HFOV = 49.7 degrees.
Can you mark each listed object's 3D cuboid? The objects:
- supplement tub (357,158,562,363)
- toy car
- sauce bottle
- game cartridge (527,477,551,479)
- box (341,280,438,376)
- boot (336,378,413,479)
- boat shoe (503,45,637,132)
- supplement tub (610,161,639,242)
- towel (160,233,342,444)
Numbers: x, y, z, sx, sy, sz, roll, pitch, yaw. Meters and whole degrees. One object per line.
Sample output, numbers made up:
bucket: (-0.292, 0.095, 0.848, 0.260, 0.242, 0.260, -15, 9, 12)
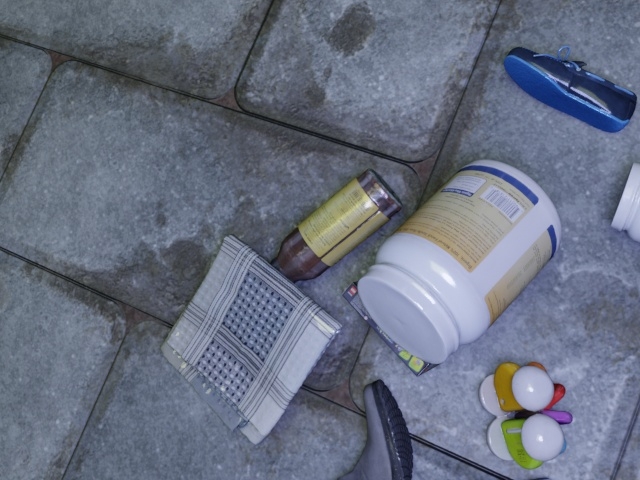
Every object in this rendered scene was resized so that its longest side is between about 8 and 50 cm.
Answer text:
supplement tub: (0.238, 0.035, 1.194, 0.228, 0.228, 0.316, 40, 67, 21)
toy car: (0.370, 0.299, 1.201, 0.136, 0.159, 0.182, -1, 73, -21)
sauce bottle: (0.000, 0.000, 1.376, 0.344, 0.111, 0.111, -38, 70, 12)
game cartridge: (0.318, 0.591, 1.140, 0.230, 0.068, 0.355, -8, 75, -3)
box: (0.143, 0.156, 1.299, 0.207, 0.114, 0.036, 47, 114, 21)
boot: (0.060, 0.439, 1.264, 0.223, 0.118, 0.338, -17, 69, 17)
boat shoe: (0.479, -0.302, 1.331, 0.258, 0.109, 0.089, 34, 81, 4)
supplement tub: (0.621, -0.050, 1.192, 0.200, 0.144, 0.144, 19, 83, 19)
towel: (-0.155, 0.198, 1.363, 0.312, 0.056, 0.324, 39, 109, 20)
